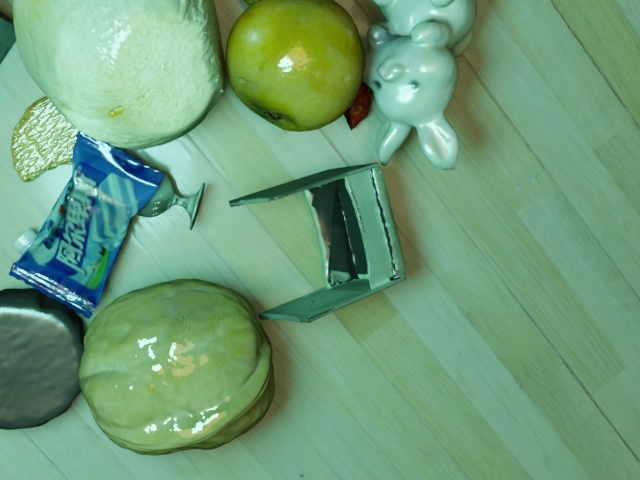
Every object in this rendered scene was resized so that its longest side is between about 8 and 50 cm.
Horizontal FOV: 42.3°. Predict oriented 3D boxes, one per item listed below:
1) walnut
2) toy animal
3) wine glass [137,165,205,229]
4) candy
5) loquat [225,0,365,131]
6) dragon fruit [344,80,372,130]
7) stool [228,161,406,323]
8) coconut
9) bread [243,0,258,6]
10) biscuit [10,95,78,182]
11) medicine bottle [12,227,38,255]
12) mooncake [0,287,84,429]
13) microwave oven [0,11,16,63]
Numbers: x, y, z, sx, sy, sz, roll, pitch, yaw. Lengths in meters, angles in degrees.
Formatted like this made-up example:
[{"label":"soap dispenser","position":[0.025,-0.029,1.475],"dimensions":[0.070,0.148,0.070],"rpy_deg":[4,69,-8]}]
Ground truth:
[{"label":"walnut","position":[-0.271,0.246,1.593],"dimensions":[0.381,0.381,0.381],"rpy_deg":[-1,98,-7]},{"label":"toy animal","position":[0.200,-0.327,1.612],"dimensions":[0.241,0.196,0.368],"rpy_deg":[17,82,-50]},{"label":"wine glass","position":[-0.353,-0.100,1.646],"dimensions":[0.231,0.103,0.103],"rpy_deg":[18,95,-6]},{"label":"candy","position":[-0.450,-0.028,1.583],"dimensions":[0.187,0.077,0.331],"rpy_deg":[29,103,-11]},{"label":"loquat","position":[-0.046,-0.323,1.508],"dimensions":[0.263,0.263,0.263],"rpy_deg":[-1,98,-7]},{"label":"dragon fruit","position":[0.070,-0.309,1.667],"dimensions":[0.083,0.106,0.162],"rpy_deg":[-18,97,-5]},{"label":"stool","position":[0.000,0.000,1.612],"dimensions":[0.269,0.170,0.244],"rpy_deg":[-21,101,-36]},{"label":"coconut","position":[-0.353,-0.375,1.480],"dimensions":[0.344,0.415,0.415],"rpy_deg":[-17,100,-25]},{"label":"bread","position":[-0.061,-0.545,1.603],"dimensions":[0.240,0.139,0.240],"rpy_deg":[-1,101,-5]},{"label":"biscuit","position":[-0.519,-0.216,1.645],"dimensions":[0.224,0.033,0.144],"rpy_deg":[-29,99,-4]},{"label":"medicine bottle","position":[-0.553,0.034,1.653],"dimensions":[0.118,0.074,0.055],"rpy_deg":[44,91,-9]},{"label":"mooncake","position":[-0.599,0.230,1.640],"dimensions":[0.283,0.141,0.283],"rpy_deg":[-3,104,-11]},{"label":"microwave oven","position":[-0.693,-0.362,1.473],"dimensions":[0.181,0.295,0.237],"rpy_deg":[35,92,-10]}]
